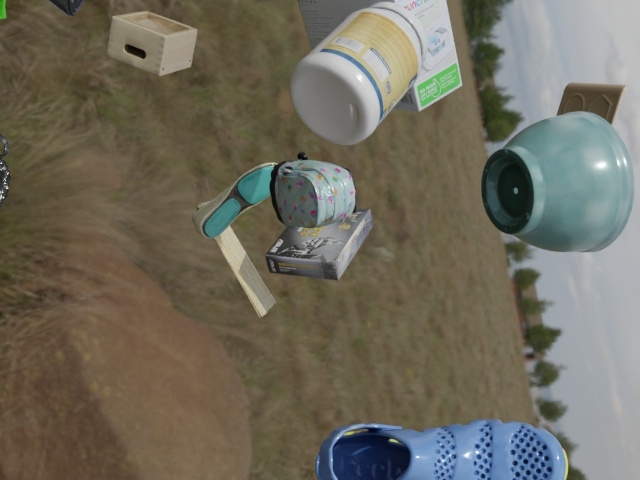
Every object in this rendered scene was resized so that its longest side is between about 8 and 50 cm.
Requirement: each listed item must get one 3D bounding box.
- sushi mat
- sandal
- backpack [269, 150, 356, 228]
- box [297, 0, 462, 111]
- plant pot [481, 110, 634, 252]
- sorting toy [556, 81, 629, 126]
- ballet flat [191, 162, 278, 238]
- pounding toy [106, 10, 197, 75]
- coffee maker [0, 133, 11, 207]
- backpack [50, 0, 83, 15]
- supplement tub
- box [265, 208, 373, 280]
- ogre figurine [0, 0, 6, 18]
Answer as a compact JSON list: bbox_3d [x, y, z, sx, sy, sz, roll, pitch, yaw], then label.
[{"bbox_3d":[-0.206,0.041,1.955,0.317,0.019,0.151,60,10,-4],"label":"sushi mat"},{"bbox_3d":[0.125,0.269,0.925,0.138,0.317,0.126,47,38,-58],"label":"sandal"},{"bbox_3d":[-0.015,-0.083,1.499,0.115,0.182,0.152,-27,110,-34],"label":"backpack"},{"bbox_3d":[0.099,-0.370,1.418,0.126,0.262,0.231,-33,121,-28],"label":"box"},{"bbox_3d":[0.452,-0.109,1.596,0.293,0.196,0.293,173,-90,-66],"label":"plant pot"},{"bbox_3d":[0.601,-0.259,1.796,0.193,0.038,0.208,29,-79,64],"label":"sorting toy"},{"bbox_3d":[-0.197,-0.103,1.835,0.086,0.248,0.086,46,-16,17],"label":"ballet flat"},{"bbox_3d":[-0.309,-0.345,1.404,0.130,0.141,0.100,-44,153,-61],"label":"pounding toy"},{"bbox_3d":[-0.646,-0.096,1.444,0.120,0.178,0.171,48,54,-28],"label":"coffee maker"},{"bbox_3d":[-0.567,-0.586,1.776,0.098,0.120,0.101,35,9,-32],"label":"backpack"},{"bbox_3d":[0.061,-0.250,1.161,0.200,0.144,0.144,-51,134,-35],"label":"supplement tub"},{"bbox_3d":[0.000,0.000,1.882,0.231,0.182,0.056,-54,140,-47],"label":"box"},{"bbox_3d":[-0.504,-0.377,1.132,0.197,0.096,0.118,-129,-145,-48],"label":"ogre figurine"}]
